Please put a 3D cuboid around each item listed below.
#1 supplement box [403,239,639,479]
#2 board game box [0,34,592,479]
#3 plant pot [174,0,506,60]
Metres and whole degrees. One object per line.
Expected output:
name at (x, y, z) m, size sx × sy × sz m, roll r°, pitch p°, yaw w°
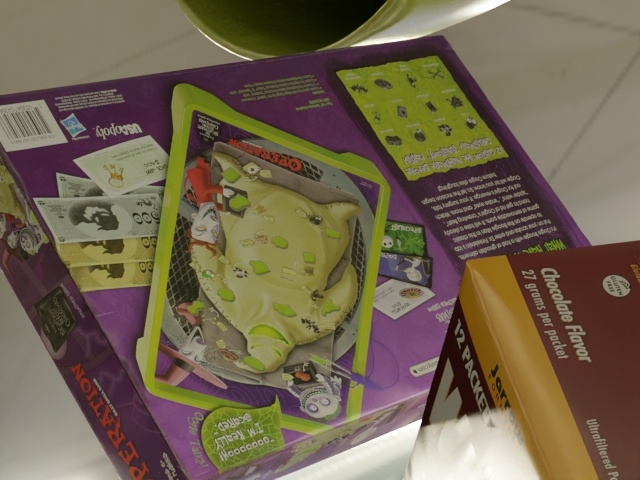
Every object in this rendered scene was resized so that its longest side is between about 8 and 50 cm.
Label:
supplement box at (0.152, 0.106, 0.697) m, size 0.191 × 0.129 × 0.194 m, roll -7°, pitch -39°, yaw -14°
board game box at (0.000, 0.000, 0.828) m, size 0.208 × 0.347 × 0.056 m, roll 54°, pitch -50°, yaw 20°
plant pot at (0.067, -0.265, 1.180) m, size 0.274 × 0.293 × 0.275 m, roll 5°, pitch -83°, yaw 40°
